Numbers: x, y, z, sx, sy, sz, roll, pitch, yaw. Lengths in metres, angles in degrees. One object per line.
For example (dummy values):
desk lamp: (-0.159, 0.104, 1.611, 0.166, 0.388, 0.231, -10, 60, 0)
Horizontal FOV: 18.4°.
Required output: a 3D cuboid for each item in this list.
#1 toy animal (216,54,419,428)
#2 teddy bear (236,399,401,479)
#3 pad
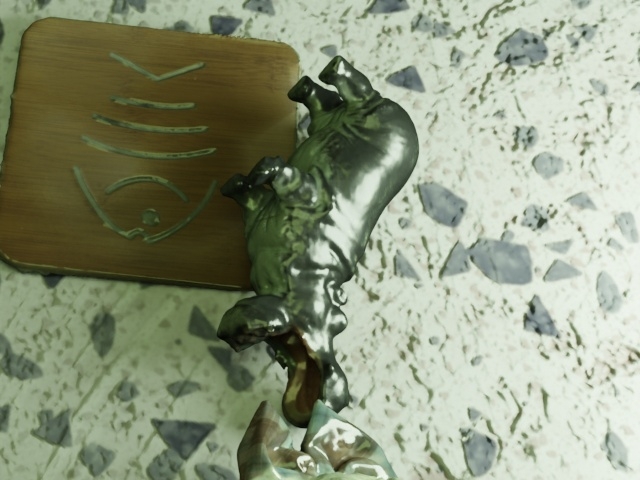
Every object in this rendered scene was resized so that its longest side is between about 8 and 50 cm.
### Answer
toy animal: (-0.015, -0.003, 1.855, 0.168, 0.106, 0.343, 28, 64, -22)
teddy bear: (0.010, 0.379, 1.647, 0.327, 0.375, 0.362, 6, 20, -33)
pad: (-0.167, -0.087, 1.938, 0.286, 0.018, 0.284, 5, 63, -3)
